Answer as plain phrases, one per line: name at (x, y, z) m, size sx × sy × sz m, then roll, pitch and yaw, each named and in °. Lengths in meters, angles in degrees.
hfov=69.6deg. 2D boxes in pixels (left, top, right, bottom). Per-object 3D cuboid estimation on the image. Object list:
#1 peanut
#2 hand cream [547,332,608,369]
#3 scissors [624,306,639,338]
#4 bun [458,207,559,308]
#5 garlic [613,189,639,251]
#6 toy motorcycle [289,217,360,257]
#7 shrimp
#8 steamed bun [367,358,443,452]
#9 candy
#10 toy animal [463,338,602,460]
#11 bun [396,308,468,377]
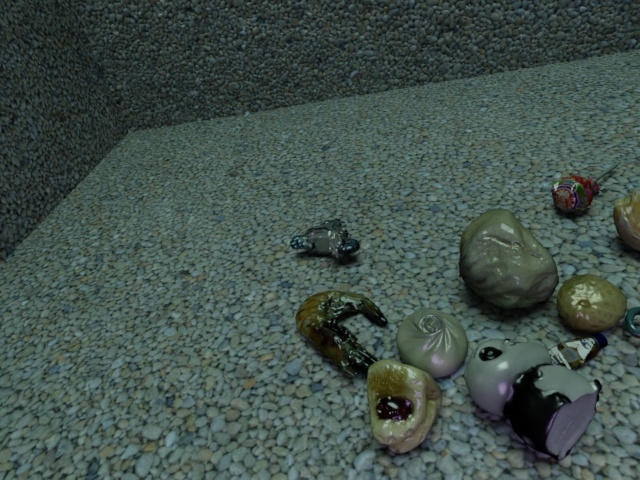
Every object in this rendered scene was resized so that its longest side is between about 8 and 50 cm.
peanut at (0.645, 0.150, 1.101) m, size 0.159 × 0.109 × 0.140 m, roll -29°, pitch 46°, yaw -27°
hand cream at (0.573, 0.256, 1.043) m, size 0.163 × 0.039 × 0.062 m, roll -22°, pitch 52°, yaw -10°
scissors at (0.826, 0.164, 1.081) m, size 0.289 × 0.041 × 0.138 m, roll -30°, pitch 55°, yaw -30°
bun at (0.464, 0.057, 1.198) m, size 0.204 × 0.281 × 0.282 m, roll -38°, pitch 35°, yaw 7°
garlic at (0.924, -0.042, 1.240) m, size 0.244 × 0.164 × 0.145 m, roll 12°, pitch 25°, yaw 23°
toy motorcycle at (0.001, 0.006, 1.519) m, size 0.203 × 0.108 × 0.239 m, roll -16°, pitch 12°, yaw -14°
shrimp at (0.081, 0.226, 1.220) m, size 0.233 × 0.071 × 0.364 m, roll -25°, pitch 31°, yaw -26°
steamed bun at (0.163, 0.351, 0.953) m, size 0.140 × 0.172 × 0.155 m, roll 0°, pitch 54°, yaw 34°
candy at (0.892, -0.194, 1.521) m, size 0.365 × 0.124 × 0.124 m, roll -27°, pitch 37°, yaw -31°
toy animal at (0.407, 0.294, 0.926) m, size 0.187 × 0.165 × 0.235 m, roll -6°, pitch 29°, yaw -31°
bun at (0.267, 0.232, 1.101) m, size 0.172 × 0.120 × 0.173 m, roll -7°, pitch 37°, yaw 5°
